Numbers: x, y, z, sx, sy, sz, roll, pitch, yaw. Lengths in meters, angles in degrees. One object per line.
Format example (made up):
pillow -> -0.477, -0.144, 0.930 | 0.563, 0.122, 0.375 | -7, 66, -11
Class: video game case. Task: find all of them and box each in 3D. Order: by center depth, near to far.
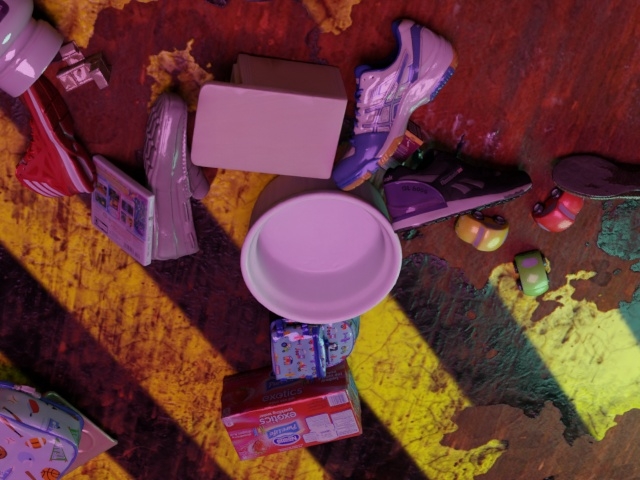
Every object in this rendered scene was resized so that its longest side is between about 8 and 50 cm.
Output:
video game case -> -0.341, -0.053, 1.908 | 0.019, 0.157, 0.143 | -24, 136, -39

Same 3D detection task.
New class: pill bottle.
pill bottle -> -0.542, -0.355, 1.661 | 0.169, 0.169, 0.301 | -39, 117, 22

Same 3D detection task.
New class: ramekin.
ramekin -> 0.000, 0.000, 1.953 | 0.277, 0.135, 0.277 | -1, 125, -1

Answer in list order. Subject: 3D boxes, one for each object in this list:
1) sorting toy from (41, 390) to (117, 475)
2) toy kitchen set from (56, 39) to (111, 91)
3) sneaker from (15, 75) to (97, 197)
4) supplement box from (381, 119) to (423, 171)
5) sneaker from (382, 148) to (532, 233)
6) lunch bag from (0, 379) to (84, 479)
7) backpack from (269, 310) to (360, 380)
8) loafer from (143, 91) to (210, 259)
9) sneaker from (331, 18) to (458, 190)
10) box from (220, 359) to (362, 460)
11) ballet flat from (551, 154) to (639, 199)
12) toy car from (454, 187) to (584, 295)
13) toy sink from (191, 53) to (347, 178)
sorting toy -> -0.552, 0.400, 2.272 | 0.193, 0.038, 0.208 | -32, 125, 19
toy kitchen set -> -0.390, -0.275, 1.780 | 0.083, 0.075, 0.068 | -23, 122, 8
sneaker -> -0.475, -0.160, 1.853 | 0.128, 0.087, 0.221 | -14, 115, 15
supplement box -> 0.131, -0.163, 1.894 | 0.043, 0.055, 0.083 | 33, 118, -23
sneaker -> 0.236, -0.105, 1.885 | 0.283, 0.107, 0.124 | -15, 88, -28
lunch bag -> -0.619, 0.404, 2.175 | 0.243, 0.115, 0.303 | 28, 121, -22
backpack -> -0.009, 0.181, 2.092 | 0.173, 0.117, 0.158 | -2, 126, -5
loafer -> -0.244, -0.107, 1.893 | 0.111, 0.112, 0.319 | -2, 128, -16
sneaker -> 0.091, -0.224, 1.811 | 0.131, 0.112, 0.296 | 33, 98, -15
box -> -0.057, 0.325, 2.184 | 0.257, 0.122, 0.128 | -14, 124, 8
ballet flat -> 0.525, -0.103, 1.950 | 0.250, 0.084, 0.058 | 1, 160, -6
toy car -> 0.381, 0.022, 2.034 | 0.239, 0.053, 0.225 | -15, 124, 8
toy sink -> -0.090, -0.206, 1.809 | 0.234, 0.131, 0.152 | 4, 125, -11
